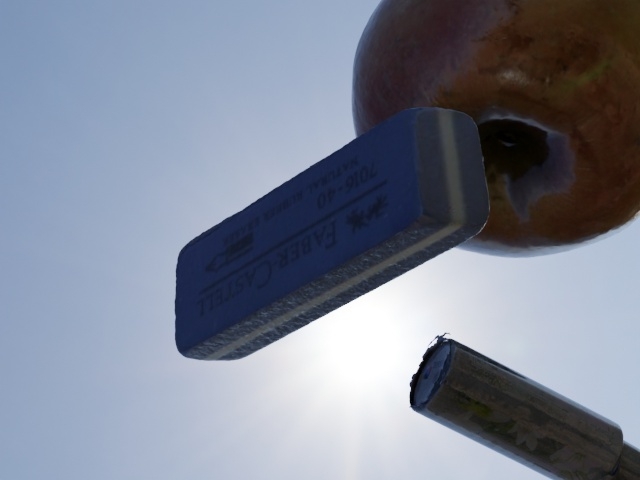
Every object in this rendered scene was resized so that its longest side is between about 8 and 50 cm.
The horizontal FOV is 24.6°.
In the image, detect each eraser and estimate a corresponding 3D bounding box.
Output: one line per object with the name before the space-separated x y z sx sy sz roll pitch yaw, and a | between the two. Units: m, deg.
eraser | 0.000 0.000 0.863 0.036 0.225 0.082 27 -132 -37

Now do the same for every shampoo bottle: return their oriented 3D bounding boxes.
shampoo bottle | 0.175 0.151 1.173 0.072 0.214 0.072 -57 15 23

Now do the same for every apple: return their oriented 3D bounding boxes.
apple | 0.201 -0.158 1.450 0.305 0.339 0.338 -69 -22 -47
